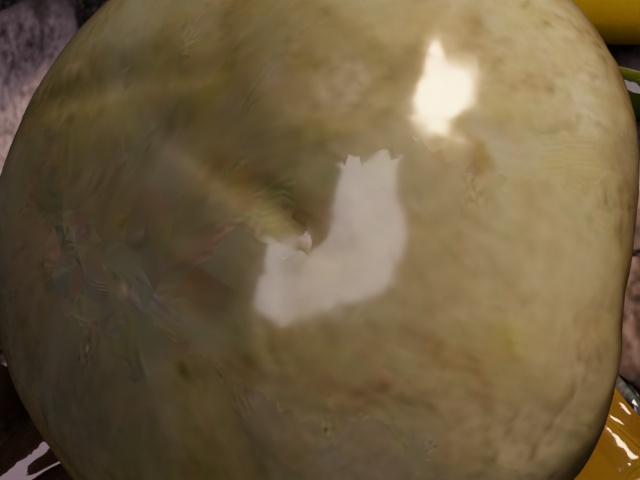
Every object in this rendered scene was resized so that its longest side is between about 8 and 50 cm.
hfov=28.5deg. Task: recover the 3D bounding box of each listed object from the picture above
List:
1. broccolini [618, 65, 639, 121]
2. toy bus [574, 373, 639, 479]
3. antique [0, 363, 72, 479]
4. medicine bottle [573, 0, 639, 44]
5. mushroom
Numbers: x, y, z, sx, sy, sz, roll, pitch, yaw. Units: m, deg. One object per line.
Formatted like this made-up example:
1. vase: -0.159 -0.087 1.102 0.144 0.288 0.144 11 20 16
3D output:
1. broccolini: 0.131 -0.068 0.736 0.392 0.079 0.074 15 126 23
2. toy bus: 0.203 0.213 0.609 0.121 0.123 0.335 -44 67 8
3. antique: -0.162 0.134 0.777 0.256 0.121 0.143 -1 72 21
4. medicine bottle: 0.095 -0.163 0.765 0.260 0.064 0.095 4 70 24
5. mushroom: 0.000 0.000 0.626 0.352 0.260 0.352 -11 71 35
